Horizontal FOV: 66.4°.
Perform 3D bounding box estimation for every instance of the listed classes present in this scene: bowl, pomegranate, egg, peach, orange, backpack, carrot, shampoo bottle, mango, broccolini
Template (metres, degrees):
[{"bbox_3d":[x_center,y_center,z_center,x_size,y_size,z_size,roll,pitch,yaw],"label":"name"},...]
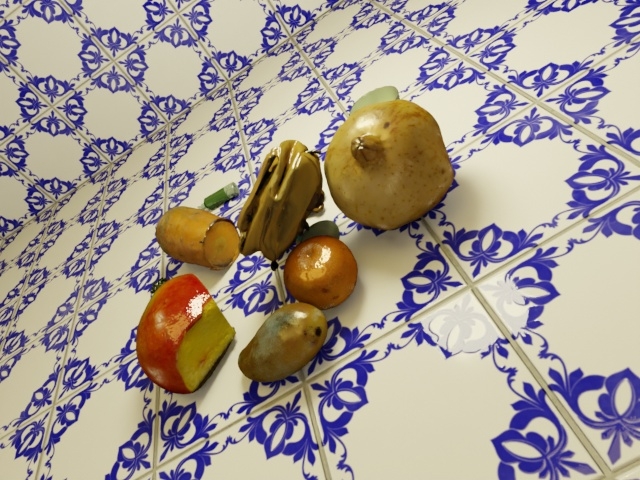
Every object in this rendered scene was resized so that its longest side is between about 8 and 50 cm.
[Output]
[{"bbox_3d":[0.223,-0.482,1.877,0.211,0.112,0.211,-22,39,19],"label":"bowl"},{"bbox_3d":[0.180,-0.219,1.398,0.410,0.410,0.410,-22,40,20],"label":"pomegranate"},{"bbox_3d":[0.000,0.000,1.555,0.114,0.114,0.152,12,56,46],"label":"egg"},{"bbox_3d":[-0.441,0.283,1.523,0.306,0.242,0.380,-40,37,-10],"label":"peach"},{"bbox_3d":[0.003,0.093,1.409,0.224,0.170,0.224,-13,47,15],"label":"orange"},{"bbox_3d":[-0.111,-0.106,1.462,0.353,0.201,0.378,-59,-7,-82],"label":"backpack"},{"bbox_3d":[-0.476,-0.017,1.880,0.341,0.224,0.224,9,57,39],"label":"carrot"},{"bbox_3d":[-0.457,-0.185,2.173,0.204,0.065,0.065,-28,38,14],"label":"shampoo bottle"},{"bbox_3d":[-0.115,0.283,1.335,0.316,0.146,0.193,-32,33,24],"label":"mango"},{"bbox_3d":[-0.640,0.238,1.887,0.254,0.057,0.071,-97,23,-52],"label":"broccolini"}]

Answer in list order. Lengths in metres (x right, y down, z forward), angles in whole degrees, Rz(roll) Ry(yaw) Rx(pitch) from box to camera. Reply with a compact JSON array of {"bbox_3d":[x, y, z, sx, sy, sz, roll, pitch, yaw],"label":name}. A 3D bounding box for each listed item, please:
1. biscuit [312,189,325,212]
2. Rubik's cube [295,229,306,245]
[{"bbox_3d":[-0.073,-0.116,1.804,0.205,0.031,0.138,-22,40,21],"label":"biscuit"},{"bbox_3d":[-0.052,-0.008,1.640,0.073,0.084,0.075,2,71,37],"label":"Rubik's cube"}]
